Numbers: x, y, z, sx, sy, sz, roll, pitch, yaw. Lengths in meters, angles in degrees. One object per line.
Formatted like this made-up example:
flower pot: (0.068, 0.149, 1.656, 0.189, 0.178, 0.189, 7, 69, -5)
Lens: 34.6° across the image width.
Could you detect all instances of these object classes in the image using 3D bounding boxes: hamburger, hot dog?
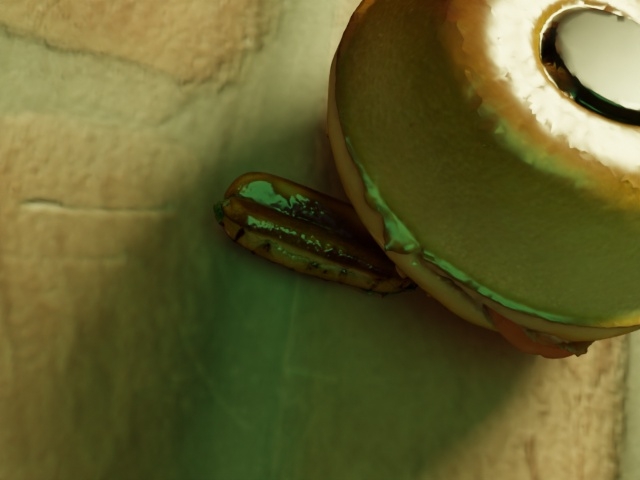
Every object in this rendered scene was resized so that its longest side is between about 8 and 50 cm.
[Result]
hamburger: (0.108, -0.054, 0.535, 0.236, 0.147, 0.237, 13, 54, -18)
hot dog: (0.000, 0.000, 0.555, 0.122, 0.037, 0.049, 24, 56, -12)
